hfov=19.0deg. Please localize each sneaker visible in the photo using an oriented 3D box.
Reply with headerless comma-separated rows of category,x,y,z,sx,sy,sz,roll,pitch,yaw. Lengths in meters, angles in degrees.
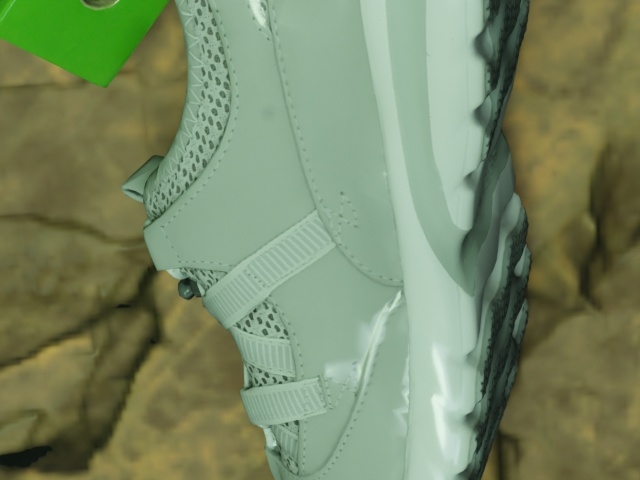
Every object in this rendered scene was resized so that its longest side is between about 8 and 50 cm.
sneaker,0.000,0.000,0.574,0.115,0.105,0.281,7,118,14

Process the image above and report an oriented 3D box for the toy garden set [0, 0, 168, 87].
toy garden set,-0.102,-0.174,0.482,0.244,0.049,0.204,25,110,-37
